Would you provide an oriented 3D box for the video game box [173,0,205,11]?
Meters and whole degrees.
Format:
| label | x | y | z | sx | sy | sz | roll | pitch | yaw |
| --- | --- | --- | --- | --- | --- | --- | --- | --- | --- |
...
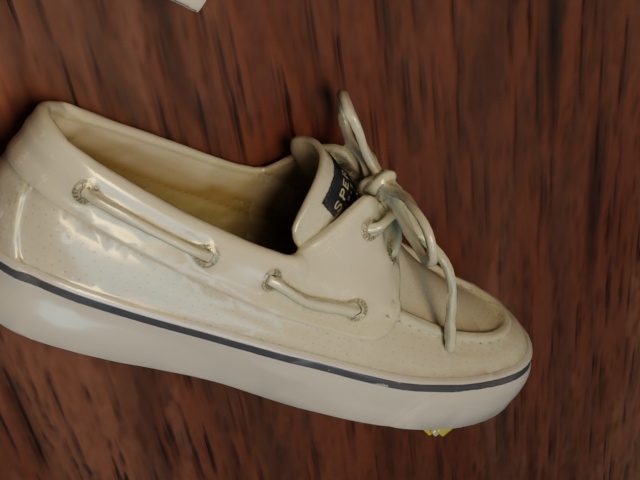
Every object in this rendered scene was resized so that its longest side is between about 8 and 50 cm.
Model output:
| label | x | y | z | sx | sy | sz | roll | pitch | yaw |
| --- | --- | --- | --- | --- | --- | --- | --- | --- | --- |
| video game box | -0.087 | -0.217 | 0.503 | 0.205 | 0.048 | 0.187 | 19 | 113 | -39 |

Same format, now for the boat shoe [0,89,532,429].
| label | x | y | z | sx | sy | sz | roll | pitch | yaw |
| --- | --- | --- | --- | --- | --- | --- | --- | --- | --- |
| boat shoe | -0.004 | -0.005 | 0.682 | 0.367 | 0.136 | 0.157 | 16 | 114 | -27 |

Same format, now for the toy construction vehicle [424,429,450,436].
| label | x | y | z | sx | sy | sz | roll | pitch | yaw |
| --- | --- | --- | --- | --- | --- | --- | --- | --- | --- |
| toy construction vehicle | 0.092 | 0.112 | 0.888 | 0.086 | 0.035 | 0.098 | -36 | 135 | 3 |
